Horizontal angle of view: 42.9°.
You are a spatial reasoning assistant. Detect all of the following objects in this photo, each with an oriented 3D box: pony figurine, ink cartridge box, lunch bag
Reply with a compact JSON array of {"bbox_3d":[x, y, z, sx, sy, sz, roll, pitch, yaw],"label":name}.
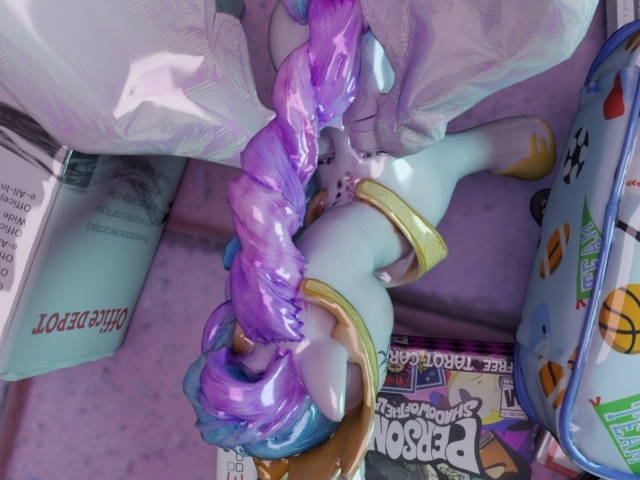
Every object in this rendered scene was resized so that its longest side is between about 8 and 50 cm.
[{"bbox_3d":[0.015,-0.090,0.415,0.302,0.363,0.351,-7,116,29],"label":"pony figurine"},{"bbox_3d":[-0.178,-0.078,0.569,0.129,0.223,0.308,19,88,5],"label":"ink cartridge box"},{"bbox_3d":[0.262,0.020,0.499,0.243,0.115,0.304,12,94,-4],"label":"lunch bag"}]

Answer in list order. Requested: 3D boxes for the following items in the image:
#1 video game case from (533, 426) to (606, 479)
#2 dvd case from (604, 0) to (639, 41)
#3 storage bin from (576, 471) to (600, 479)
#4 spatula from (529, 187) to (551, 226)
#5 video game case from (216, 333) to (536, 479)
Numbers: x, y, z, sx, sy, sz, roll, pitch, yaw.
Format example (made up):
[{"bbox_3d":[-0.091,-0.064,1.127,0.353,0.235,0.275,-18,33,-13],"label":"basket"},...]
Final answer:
[{"bbox_3d":[0.332,0.131,0.619,0.285,0.025,0.204,23,88,6],"label":"video game case"},{"bbox_3d":[0.320,-0.215,0.588,0.221,0.018,0.165,-4,77,29],"label":"dvd case"},{"bbox_3d":[0.198,0.243,0.536,0.084,0.180,0.122,27,131,6],"label":"storage bin"},{"bbox_3d":[0.267,0.067,0.599,0.296,0.030,0.084,42,92,5],"label":"spatula"},{"bbox_3d":[0.037,0.172,0.604,0.232,0.042,0.210,5,101,7],"label":"video game case"}]
